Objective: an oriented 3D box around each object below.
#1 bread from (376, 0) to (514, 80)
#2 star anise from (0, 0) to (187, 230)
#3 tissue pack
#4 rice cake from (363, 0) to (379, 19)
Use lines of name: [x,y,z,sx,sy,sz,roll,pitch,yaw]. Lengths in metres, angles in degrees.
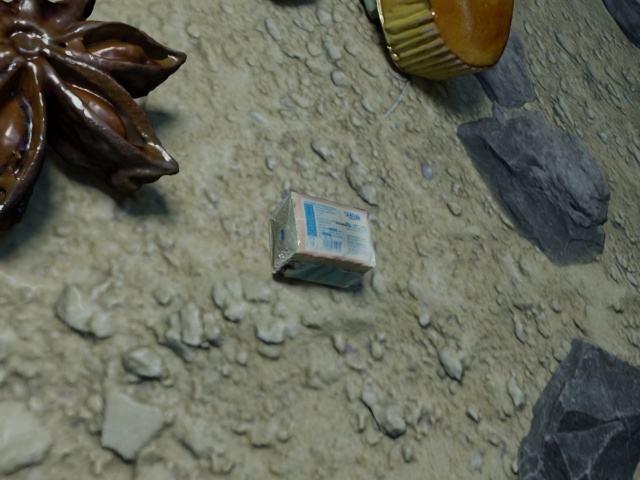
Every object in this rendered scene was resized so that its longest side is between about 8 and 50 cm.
bread: [0.175,-0.351,0.753,0.179,0.133,0.249,-7,94,-38]
star anise: [-0.216,-0.104,0.415,0.220,0.099,0.214,25,68,-30]
tissue pack: [0.000,0.000,0.537,0.095,0.059,0.074,13,58,-31]
rice cake: [0.138,-0.398,0.855,0.237,0.043,0.127,-17,77,-39]
